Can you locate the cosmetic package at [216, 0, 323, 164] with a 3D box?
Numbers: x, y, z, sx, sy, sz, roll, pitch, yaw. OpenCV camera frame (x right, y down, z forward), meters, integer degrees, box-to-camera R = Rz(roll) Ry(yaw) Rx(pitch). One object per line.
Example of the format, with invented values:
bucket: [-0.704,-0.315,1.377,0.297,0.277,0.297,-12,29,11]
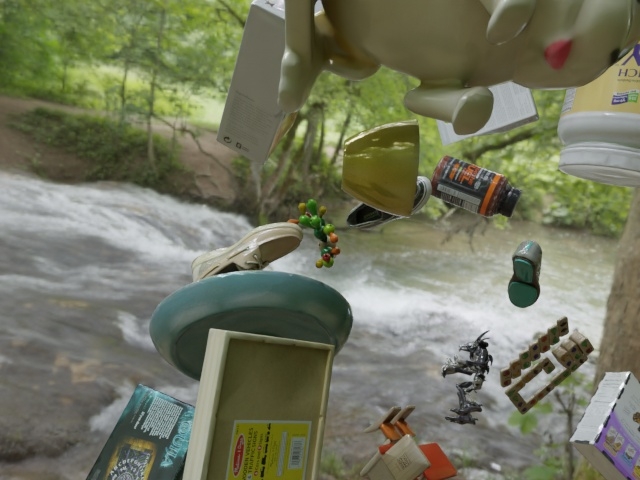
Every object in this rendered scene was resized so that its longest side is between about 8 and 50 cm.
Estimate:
cosmetic package: [-0.121,-0.447,1.510,0.162,0.453,0.230,28,50,0]

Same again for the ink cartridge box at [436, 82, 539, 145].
ink cartridge box: [0.406,-0.353,1.420,0.233,0.188,0.066,-18,-16,28]

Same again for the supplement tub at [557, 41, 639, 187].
supplement tub: [0.608,-0.285,1.099,0.241,0.330,0.241,13,1,0]

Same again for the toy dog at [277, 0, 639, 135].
toy dog: [0.182,-0.295,0.688,0.408,0.284,0.395,14,42,9]

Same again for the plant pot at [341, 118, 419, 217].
plant pot: [0.078,-0.100,0.768,0.095,0.134,0.134,3,18,2]

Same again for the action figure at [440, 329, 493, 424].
action figure: [0.424,0.384,1.650,0.141,0.164,0.275,12,57,15]

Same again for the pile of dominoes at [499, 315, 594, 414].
pile of dominoes: [0.584,0.331,1.450,0.196,0.251,0.040,47,2,-31]

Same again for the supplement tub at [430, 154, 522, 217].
supplement tub: [0.361,-0.120,1.312,0.198,0.105,0.106,24,22,18]

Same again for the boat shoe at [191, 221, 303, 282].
boat shoe: [-0.178,0.051,1.399,0.303,0.109,0.098,-22,47,7]

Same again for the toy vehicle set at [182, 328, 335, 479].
toy vehicle set: [-0.071,0.244,0.650,0.166,0.266,0.035,17,-14,-39]

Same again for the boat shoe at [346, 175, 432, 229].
boat shoe: [0.153,-0.079,1.288,0.219,0.077,0.070,-31,-17,37]

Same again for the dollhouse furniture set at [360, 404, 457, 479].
dollhouse furniture set: [0.209,0.460,1.156,0.259,0.135,0.262,20,27,-54]

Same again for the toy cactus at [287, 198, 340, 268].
toy cactus: [0.000,0.000,1.493,0.112,0.180,0.218,-29,55,0]

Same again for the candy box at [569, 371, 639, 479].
candy box: [0.653,0.410,1.212,0.196,0.165,0.070,-47,7,-25]

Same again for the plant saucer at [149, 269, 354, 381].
plant saucer: [-0.103,0.156,0.876,0.318,0.317,0.043,3,49,-14]

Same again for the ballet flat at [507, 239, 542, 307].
ballet flat: [0.460,0.075,1.250,0.072,0.213,0.068,21,63,28]

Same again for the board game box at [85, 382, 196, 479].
board game box: [-0.233,0.294,0.734,0.126,0.186,0.026,13,-25,27]
